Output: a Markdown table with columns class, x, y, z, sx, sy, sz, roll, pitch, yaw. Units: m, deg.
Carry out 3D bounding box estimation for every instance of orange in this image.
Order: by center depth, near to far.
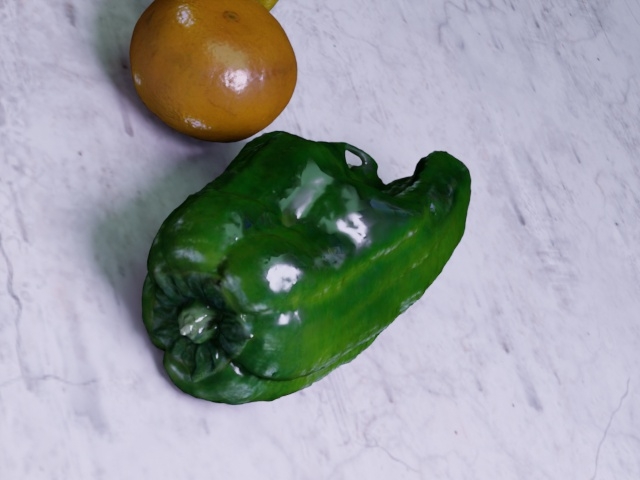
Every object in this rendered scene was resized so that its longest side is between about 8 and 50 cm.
| class | x | y | z | sx | sy | sz | roll | pitch | yaw |
| --- | --- | --- | --- | --- | --- | --- | --- | --- | --- |
| orange | -0.100 | -0.159 | 1.129 | 0.156 | 0.124 | 0.156 | 15 | 44 | -15 |

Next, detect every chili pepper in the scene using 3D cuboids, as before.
| class | x | y | z | sx | sy | sz | roll | pitch | yaw |
| --- | --- | --- | --- | --- | --- | --- | --- | --- | --- |
| chili pepper | 0.003 | -0.009 | 1.080 | 0.213 | 0.167 | 0.385 | 55 | 39 | 0 |

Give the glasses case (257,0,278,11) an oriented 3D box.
| class | x | y | z | sx | sy | sz | roll | pitch | yaw |
| --- | --- | --- | --- | --- | --- | --- | --- | --- | --- |
| glasses case | -0.166 | -0.375 | 1.182 | 0.371 | 0.173 | 0.141 | 36 | 46 | -18 |
